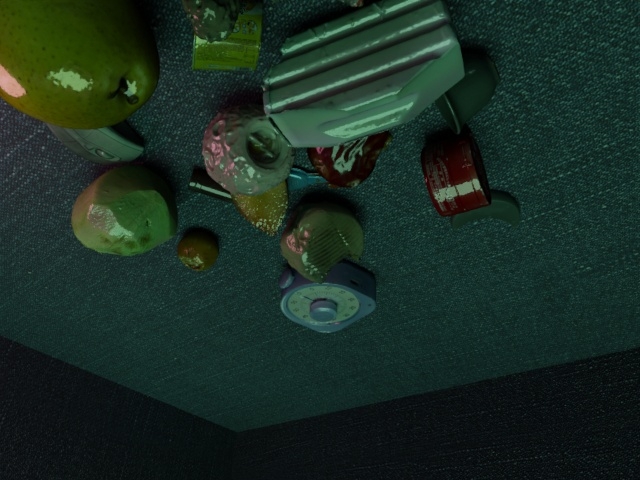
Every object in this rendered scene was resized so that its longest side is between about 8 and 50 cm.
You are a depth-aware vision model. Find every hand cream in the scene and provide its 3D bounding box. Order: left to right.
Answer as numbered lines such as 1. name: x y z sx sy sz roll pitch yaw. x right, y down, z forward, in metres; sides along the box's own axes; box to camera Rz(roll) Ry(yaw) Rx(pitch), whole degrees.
1. hand cream: 0.387 -0.186 1.491 0.149 0.230 0.230 -16 138 23

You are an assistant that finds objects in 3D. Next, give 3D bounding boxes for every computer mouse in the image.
1. computer mouse: -0.670 -0.325 1.497 0.188 0.122 0.371 -13 143 22

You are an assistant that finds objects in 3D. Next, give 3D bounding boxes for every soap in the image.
1. soap: 0.091 -0.380 1.194 0.445 0.262 0.156 -16 157 15

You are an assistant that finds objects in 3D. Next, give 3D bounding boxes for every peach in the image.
1. peach: -0.183 -0.151 1.643 0.188 0.068 0.280 -12 103 16

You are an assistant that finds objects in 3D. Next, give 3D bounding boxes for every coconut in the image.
1. coconut: -0.608 -0.092 1.654 0.328 0.282 0.328 -3 156 -1

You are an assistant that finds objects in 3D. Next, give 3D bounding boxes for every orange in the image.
1. orange: -0.454 0.042 1.936 0.154 0.134 0.155 -1 137 -1

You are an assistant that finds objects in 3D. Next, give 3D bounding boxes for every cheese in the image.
1. cheese: -0.054 -0.197 1.669 0.255 0.037 0.106 0 143 3

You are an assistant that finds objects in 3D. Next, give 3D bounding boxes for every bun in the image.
1. bun: -0.008 -0.011 1.763 0.281 0.282 0.204 34 174 -34

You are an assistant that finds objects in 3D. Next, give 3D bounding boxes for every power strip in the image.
1. power strip: 0.537 -0.096 1.732 0.253 0.054 0.168 -1 140 5

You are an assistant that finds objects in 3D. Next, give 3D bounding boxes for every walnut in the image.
1. walnut: 0.094 -0.286 1.395 0.243 0.222 0.269 8 133 -24

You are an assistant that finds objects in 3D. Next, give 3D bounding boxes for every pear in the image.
1. pear: -0.557 -0.434 1.150 0.418 0.362 0.363 33 143 12

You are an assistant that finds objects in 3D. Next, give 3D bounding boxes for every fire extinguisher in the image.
1. fire extinguisher: -0.299 -0.155 1.714 0.267 0.072 0.089 17 135 -16

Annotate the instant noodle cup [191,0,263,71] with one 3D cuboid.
1. instant noodle cup: -0.215 -0.478 1.197 0.152 0.205 0.205 6 143 -12

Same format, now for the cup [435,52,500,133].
1. cup: 0.358 -0.388 1.291 0.149 0.199 0.199 -30 134 11

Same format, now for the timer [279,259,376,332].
1. timer: 0.004 0.227 2.103 0.394 0.174 0.395 3 143 2

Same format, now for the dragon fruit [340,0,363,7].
1. dragon fruit: 0.073 -0.564 1.165 0.083 0.060 0.056 27 152 14

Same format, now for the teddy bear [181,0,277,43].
1. teddy bear: -0.156 -0.598 0.982 0.367 0.224 0.358 -34 88 8

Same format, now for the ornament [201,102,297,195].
1. ornament: -0.201 -0.247 1.441 0.259 0.260 0.225 30 165 -30
